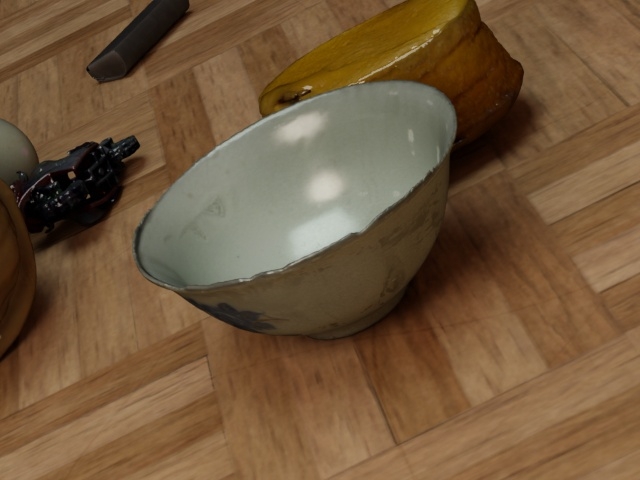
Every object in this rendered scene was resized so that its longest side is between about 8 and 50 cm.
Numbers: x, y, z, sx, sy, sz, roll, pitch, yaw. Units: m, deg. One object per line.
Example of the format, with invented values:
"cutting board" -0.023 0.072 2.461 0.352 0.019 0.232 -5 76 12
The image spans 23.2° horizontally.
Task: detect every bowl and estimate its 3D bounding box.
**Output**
"bowl" 0.000 0.000 1.400 0.313 0.146 0.313 -20 27 11

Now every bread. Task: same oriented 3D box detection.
"bread" 0.069 -0.144 1.586 0.269 0.143 0.195 -26 21 10

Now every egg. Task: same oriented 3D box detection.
"egg" -0.440 -0.074 1.917 0.209 0.151 0.151 -15 30 28

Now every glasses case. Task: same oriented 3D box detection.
"glasses case" -0.262 -0.299 2.262 0.072 0.042 0.190 -12 30 40

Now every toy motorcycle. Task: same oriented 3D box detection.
"toy motorcycle" -0.296 -0.066 1.860 0.122 0.082 0.213 -14 19 25

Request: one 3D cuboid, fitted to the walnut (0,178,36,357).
"walnut" -0.437 0.024 1.630 0.285 0.285 0.296 -31 6 -8
